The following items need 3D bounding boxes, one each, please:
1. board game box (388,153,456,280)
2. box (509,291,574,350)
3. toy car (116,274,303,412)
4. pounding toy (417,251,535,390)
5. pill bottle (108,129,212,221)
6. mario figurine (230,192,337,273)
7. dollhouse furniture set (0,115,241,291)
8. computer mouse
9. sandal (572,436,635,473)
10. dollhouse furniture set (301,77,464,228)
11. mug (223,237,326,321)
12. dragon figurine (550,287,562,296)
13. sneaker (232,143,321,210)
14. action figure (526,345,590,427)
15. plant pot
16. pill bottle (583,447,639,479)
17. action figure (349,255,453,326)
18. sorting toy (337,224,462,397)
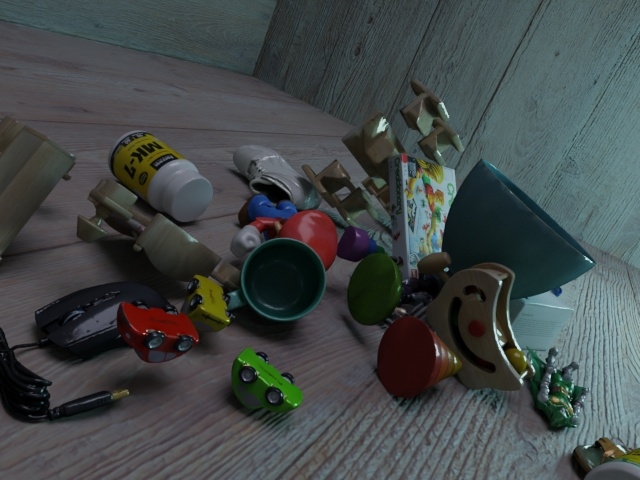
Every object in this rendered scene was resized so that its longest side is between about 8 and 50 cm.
[{"bbox_3d":[0.256,-0.043,1.276,0.193,0.304,0.053,8,-16,-35],"label":"board game box"},{"bbox_3d":[0.429,0.145,1.192,0.182,0.118,0.181,10,24,-31],"label":"box"},{"bbox_3d":[-0.123,0.143,0.651,0.225,0.053,0.239,39,11,4],"label":"toy car"},{"bbox_3d":[0.297,0.121,0.936,0.155,0.154,0.269,-11,70,-50],"label":"pounding toy"},{"bbox_3d":[-0.322,-0.129,1.061,0.209,0.119,0.119,34,23,27],"label":"pill bottle"},{"bbox_3d":[-0.077,0.011,1.038,0.198,0.170,0.320,-22,23,-12],"label":"mario figurine"},{"bbox_3d":[-0.349,0.003,0.824,0.303,0.173,0.355,25,-13,42],"label":"dollhouse furniture set"},{"bbox_3d":[-0.255,0.111,0.619,0.184,0.060,0.262,36,24,32],"label":"computer mouse"},{"bbox_3d":[0.468,0.344,0.837,0.180,0.049,0.072,9,24,-34],"label":"sandal"},{"bbox_3d":[0.180,-0.215,1.461,0.394,0.362,0.256,44,11,-48],"label":"dollhouse furniture set"},{"bbox_3d":[-0.077,0.064,0.834,0.158,0.129,0.097,11,-12,-9],"label":"mug"},{"bbox_3d":[0.585,0.147,1.405,0.144,0.085,0.289,32,23,23],"label":"dragon figurine"},{"bbox_3d":[-0.149,-0.172,1.374,0.293,0.108,0.169,33,19,21],"label":"sneaker"},{"bbox_3d":[0.441,0.277,0.969,0.137,0.063,0.232,32,25,13],"label":"action figure"},{"bbox_3d":[0.357,0.006,1.042,0.290,0.195,0.290,35,23,-17],"label":"plant pot"},{"bbox_3d":[0.459,0.348,0.719,0.209,0.117,0.117,6,26,-39],"label":"pill bottle"},{"bbox_3d":[0.180,0.104,1.061,0.285,0.099,0.185,3,40,-34],"label":"action figure"},{"bbox_3d":[0.139,0.112,0.909,0.126,0.127,0.365,18,30,-32],"label":"sorting toy"}]
